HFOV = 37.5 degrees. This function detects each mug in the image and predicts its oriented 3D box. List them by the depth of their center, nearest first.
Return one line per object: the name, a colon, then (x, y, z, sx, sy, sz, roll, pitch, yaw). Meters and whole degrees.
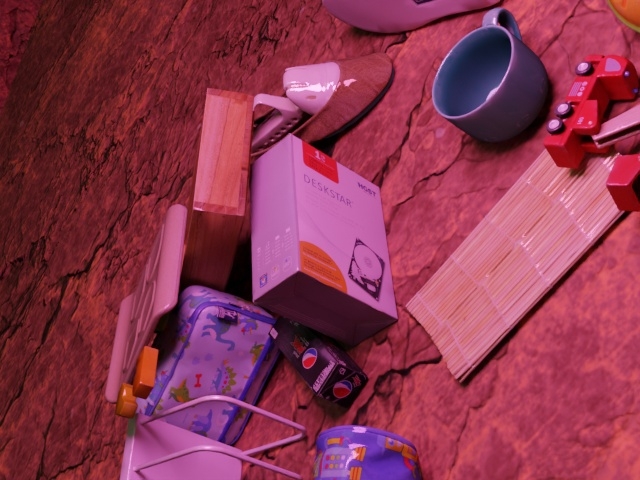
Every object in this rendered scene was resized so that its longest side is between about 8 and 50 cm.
mug: (0.227, -0.200, 1.182, 0.158, 0.097, 0.129, -55, 35, 9)

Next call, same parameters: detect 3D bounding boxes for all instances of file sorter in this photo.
file sorter: (-0.135, 0.362, 1.192, 0.173, 0.193, 0.277, -24, 50, 37)

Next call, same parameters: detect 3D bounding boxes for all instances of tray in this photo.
tray: (-0.166, -0.014, 1.412, 0.411, 0.076, 0.203, 113, 162, -56)

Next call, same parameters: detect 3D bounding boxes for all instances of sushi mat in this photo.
sushi mat: (0.232, 0.011, 1.103, 0.316, 0.019, 0.151, -50, 35, 16)

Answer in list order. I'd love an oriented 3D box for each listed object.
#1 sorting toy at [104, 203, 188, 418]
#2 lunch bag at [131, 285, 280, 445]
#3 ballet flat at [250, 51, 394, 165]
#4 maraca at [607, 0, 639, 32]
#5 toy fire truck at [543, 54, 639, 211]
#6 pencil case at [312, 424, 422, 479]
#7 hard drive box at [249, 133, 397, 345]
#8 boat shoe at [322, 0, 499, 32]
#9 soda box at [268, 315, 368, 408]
sorting toy: (-0.239, 0.124, 1.304, 0.229, 0.041, 0.307, -56, 24, 37)
lunch bag: (-0.157, 0.183, 1.352, 0.090, 0.176, 0.219, 32, 96, 51)
ballet flat: (-0.041, -0.209, 1.507, 0.342, 0.124, 0.116, -30, 47, 37)
maraca: (0.382, -0.282, 1.046, 0.127, 0.099, 0.185, -31, 72, 40)
toy fire truck: (0.321, -0.124, 1.030, 0.135, 0.047, 0.192, 9, 61, 45)
pencil case: (0.040, 0.360, 1.028, 0.119, 0.133, 0.306, 126, 156, -60)
hard drive box: (0.000, 0.000, 1.266, 0.089, 0.181, 0.232, -35, 44, 33)
boat shoe: (0.157, -0.419, 1.415, 0.340, 0.127, 0.158, 4, 64, 45)
soda box: (-0.006, 0.154, 1.275, 0.053, 0.060, 0.169, -56, 35, 7)
